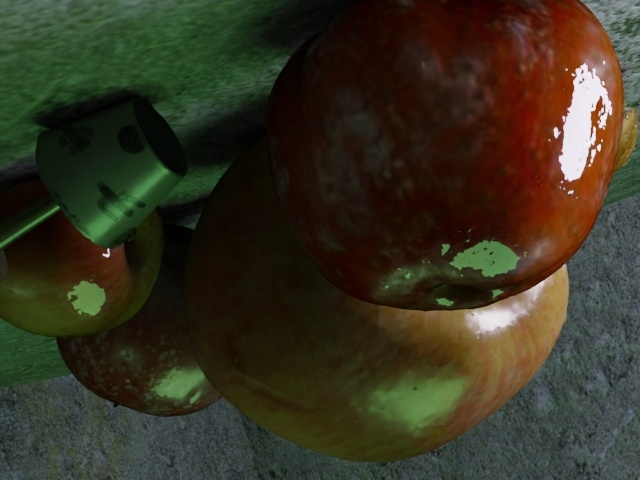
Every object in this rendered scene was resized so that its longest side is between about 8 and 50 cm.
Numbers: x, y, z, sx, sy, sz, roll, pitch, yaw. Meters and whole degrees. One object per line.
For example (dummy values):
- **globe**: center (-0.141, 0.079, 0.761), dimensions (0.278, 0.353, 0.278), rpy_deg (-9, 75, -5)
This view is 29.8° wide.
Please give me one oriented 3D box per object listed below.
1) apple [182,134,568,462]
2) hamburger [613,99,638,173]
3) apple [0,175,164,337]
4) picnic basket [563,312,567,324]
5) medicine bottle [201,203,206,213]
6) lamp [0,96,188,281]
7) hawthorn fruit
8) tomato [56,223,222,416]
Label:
- **apple**: center (0.061, 0.042, 1.276), dimensions (0.391, 0.391, 0.346), rpy_deg (-12, 167, -30)
- **hamburger**: center (0.349, -0.138, 1.556), dimensions (0.131, 0.124, 0.262), rpy_deg (-19, 173, 13)
- **apple**: center (-0.258, 0.013, 1.211), dimensions (0.199, 0.199, 0.199), rpy_deg (-16, 173, -2)
- **picnic basket**: center (0.162, 0.018, 1.618), dimensions (0.228, 0.313, 0.175), rpy_deg (-24, 179, 40)
- **medicine bottle**: center (0.000, 0.000, 1.535), dimensions (0.309, 0.076, 0.111), rpy_deg (11, 176, 17)
- **lamp**: center (-0.225, -0.036, 1.058), dimensions (0.214, 0.121, 0.121), rpy_deg (-30, 170, 12)
- **hawthorn fruit**: center (0.096, -0.080, 0.959), dimensions (0.284, 0.284, 0.284), rpy_deg (-16, 173, -2)
- **tomato**: center (-0.209, 0.097, 1.591), dimensions (0.270, 0.270, 0.227), rpy_deg (-9, 138, -43)
